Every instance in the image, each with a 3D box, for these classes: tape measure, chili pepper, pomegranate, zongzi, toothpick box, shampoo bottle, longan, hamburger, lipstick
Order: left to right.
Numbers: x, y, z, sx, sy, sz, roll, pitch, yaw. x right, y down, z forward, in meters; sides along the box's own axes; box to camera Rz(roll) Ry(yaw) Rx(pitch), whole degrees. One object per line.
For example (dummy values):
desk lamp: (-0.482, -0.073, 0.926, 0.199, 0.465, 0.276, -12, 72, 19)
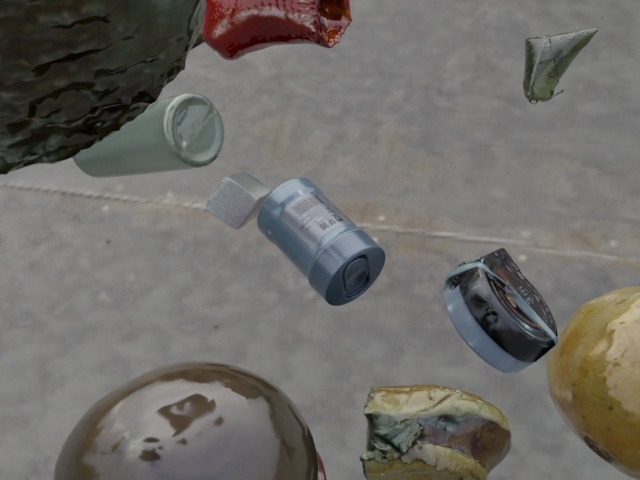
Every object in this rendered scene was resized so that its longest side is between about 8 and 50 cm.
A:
shampoo bottle: (-0.228, -0.121, 1.174, 0.263, 0.085, 0.085, -1, 32, 46)
longan: (-0.128, 0.240, 0.975, 0.258, 0.258, 0.258, -2, 40, 2)
chili pepper: (-0.127, -0.359, 1.543, 0.339, 0.131, 0.134, -1, 37, 29)
lipstick: (-0.135, -0.071, 1.647, 0.068, 0.066, 0.317, 36, 5, -2)
toothpick box: (0.000, 0.000, 1.273, 0.101, 0.101, 0.153, -28, 56, -26)
hamburger: (0.162, 0.289, 1.357, 0.211, 0.308, 0.132, 1, 62, 6)
tape measure: (0.266, 0.108, 1.446, 0.181, 0.107, 0.182, -5, 57, -55)
zongzi: (0.369, -0.268, 1.494, 0.055, 0.109, 0.119, 12, -8, -44)
pomegranate: (0.546, 0.231, 1.604, 0.333, 0.332, 0.332, -2, 40, 2)

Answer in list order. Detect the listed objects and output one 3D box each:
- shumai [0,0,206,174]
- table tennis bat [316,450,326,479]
shumai: (-0.265, -0.248, 0.520, 0.395, 0.395, 0.348, -14, 66, -11)
table tennis bat: (-0.020, 0.391, 1.261, 0.038, 0.200, 0.310, 6, 16, -15)
